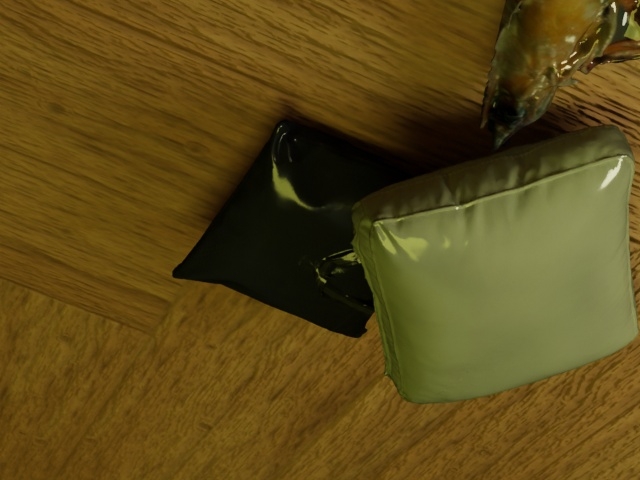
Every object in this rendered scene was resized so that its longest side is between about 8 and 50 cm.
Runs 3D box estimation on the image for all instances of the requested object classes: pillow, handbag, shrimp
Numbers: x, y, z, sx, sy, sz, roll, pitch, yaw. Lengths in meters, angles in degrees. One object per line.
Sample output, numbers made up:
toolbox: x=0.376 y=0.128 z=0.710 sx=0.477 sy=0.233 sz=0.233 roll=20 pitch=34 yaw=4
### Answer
pillow: x=0.166 y=0.033 z=1.400 sx=0.255 sy=0.120 sz=0.322 roll=-16 pitch=143 yaw=-1
handbag: x=0.000 y=0.000 z=1.475 sx=0.211 sy=0.089 sz=0.254 roll=20 pitch=138 yaw=-17
shrimp: x=0.216 y=-0.168 z=1.184 sx=0.164 sy=0.062 sz=0.317 roll=16 pitch=144 yaw=-8
